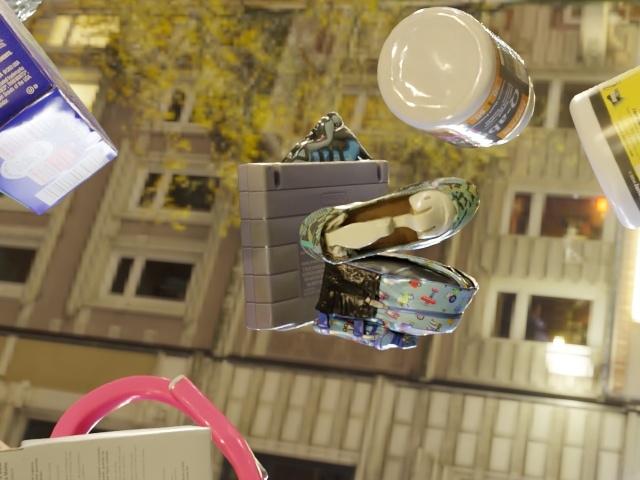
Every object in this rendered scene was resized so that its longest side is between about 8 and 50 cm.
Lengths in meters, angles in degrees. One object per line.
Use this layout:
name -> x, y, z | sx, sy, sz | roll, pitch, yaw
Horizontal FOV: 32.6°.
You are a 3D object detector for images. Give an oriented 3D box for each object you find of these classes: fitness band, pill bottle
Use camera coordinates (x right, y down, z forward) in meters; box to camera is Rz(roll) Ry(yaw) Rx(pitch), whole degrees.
fitness band -> -0.187, 0.274, 1.255 | 0.209, 0.291, 0.054 | -38, -31, -17
pill bottle -> 0.495, -0.160, 1.344 | 0.188, 0.334, 0.188 | 54, -159, -32
pill bottle -> 0.199, -0.214, 1.515 | 0.278, 0.162, 0.162 | 8, -93, -64

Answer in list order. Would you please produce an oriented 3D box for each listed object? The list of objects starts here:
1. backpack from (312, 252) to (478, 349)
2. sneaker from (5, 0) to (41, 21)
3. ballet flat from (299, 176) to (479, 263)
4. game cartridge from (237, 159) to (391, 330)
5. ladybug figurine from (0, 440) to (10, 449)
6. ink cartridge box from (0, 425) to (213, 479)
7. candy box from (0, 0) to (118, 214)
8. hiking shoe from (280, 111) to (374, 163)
backpack -> 0.097, 0.073, 1.325 | 0.158, 0.173, 0.117 | 5, -84, -69
sneaker -> -0.401, -0.357, 1.335 | 0.090, 0.095, 0.235 | -41, -20, -30
ballet flat -> 0.074, -0.015, 1.077 | 0.070, 0.188, 0.070 | 163, 90, -84
game cartridge -> 0.000, 0.000, 1.585 | 0.355, 0.068, 0.230 | -8, -80, -59
ladybug figurine -> -0.481, 0.472, 1.612 | 0.162, 0.305, 0.449 | -41, -62, -44
ink cartridge box -> -0.192, 0.275, 0.918 | 0.224, 0.045, 0.223 | 1, -97, -34
candy box -> -0.356, -0.199, 1.057 | 0.317, 0.122, 0.268 | 53, 176, 8
hiking shoe -> -0.004, -0.111, 1.928 | 0.304, 0.132, 0.113 | -51, 3, -42
